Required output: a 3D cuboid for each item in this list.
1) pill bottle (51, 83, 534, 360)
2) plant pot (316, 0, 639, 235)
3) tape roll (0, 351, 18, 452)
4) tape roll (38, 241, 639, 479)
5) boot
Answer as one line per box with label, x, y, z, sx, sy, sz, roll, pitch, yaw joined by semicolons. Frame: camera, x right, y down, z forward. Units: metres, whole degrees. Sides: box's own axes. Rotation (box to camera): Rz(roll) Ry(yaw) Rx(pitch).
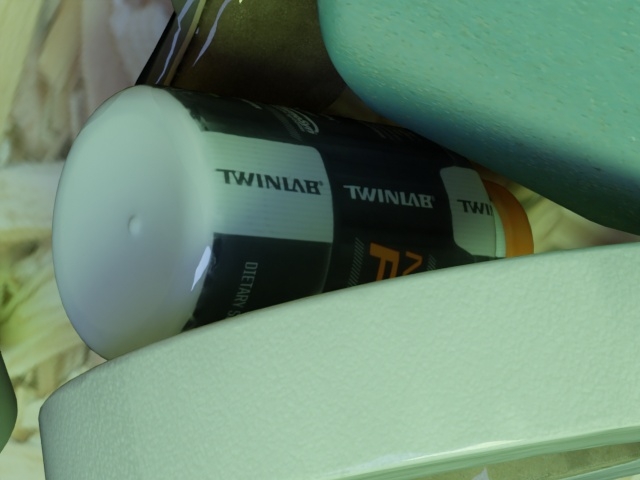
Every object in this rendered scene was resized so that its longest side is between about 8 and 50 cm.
pill bottle;0.000;0.000;0.691;0.246;0.130;0.130;5;130;-42
plant pot;0.136;-0.137;0.576;0.248;0.247;0.252;26;152;-3
tape roll;-0.295;0.100;0.805;0.219;0.219;0.072;-5;115;14
tape roll;0.060;0.089;0.663;0.392;0.392;0.072;-15;75;18
boot;-0.049;-0.069;0.740;0.115;0.112;0.305;18;118;-11
